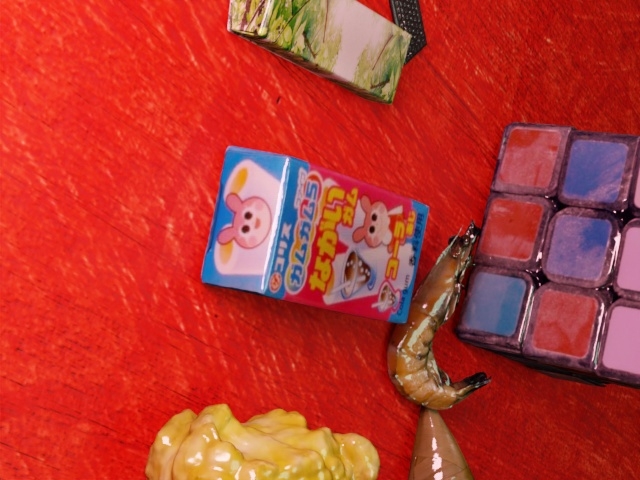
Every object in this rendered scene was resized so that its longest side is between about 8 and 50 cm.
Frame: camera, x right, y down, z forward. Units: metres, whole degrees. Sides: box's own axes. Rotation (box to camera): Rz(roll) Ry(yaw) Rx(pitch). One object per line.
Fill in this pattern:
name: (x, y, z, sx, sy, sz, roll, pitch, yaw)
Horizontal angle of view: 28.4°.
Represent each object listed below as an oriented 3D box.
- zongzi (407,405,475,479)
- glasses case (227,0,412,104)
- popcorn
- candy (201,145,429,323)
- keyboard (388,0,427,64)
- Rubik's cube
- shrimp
zongzi: (0.183, 0.368, 1.831, 0.228, 0.115, 0.256, 48, 33, -62)
glasses case: (0.003, -0.240, 1.457, 0.272, 0.062, 0.095, 19, 88, -53)
popcorn: (-0.064, 0.299, 1.347, 0.250, 0.235, 0.242, 2, 120, -36)
candy: (0.001, 0.000, 1.476, 0.306, 0.100, 0.157, 17, 84, -53)
keyboard: (0.102, -0.329, 1.616, 0.067, 0.011, 0.202, -44, 131, -41)
Rubik's cube: (0.459, 0.039, 1.891, 0.363, 0.359, 0.362, 23, 80, -54)
shrimp: (0.193, 0.115, 1.771, 0.198, 0.051, 0.262, 36, 74, -38)
